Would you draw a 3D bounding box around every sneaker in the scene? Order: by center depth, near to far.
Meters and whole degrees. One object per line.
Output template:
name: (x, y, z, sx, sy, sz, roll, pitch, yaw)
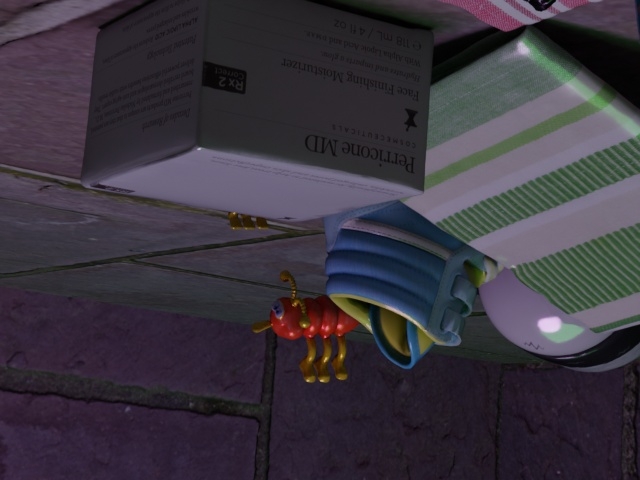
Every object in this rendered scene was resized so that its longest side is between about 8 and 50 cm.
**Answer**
sneaker: (0.138, 0.013, 1.325, 0.319, 0.208, 0.127, 6, 170, -19)

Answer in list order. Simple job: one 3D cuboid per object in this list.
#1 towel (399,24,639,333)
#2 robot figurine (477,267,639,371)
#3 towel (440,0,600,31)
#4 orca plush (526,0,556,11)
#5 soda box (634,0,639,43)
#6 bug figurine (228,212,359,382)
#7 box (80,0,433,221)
towel: (0.191, -0.036, 1.155, 0.325, 0.038, 0.248, 32, 149, -24)
robot figurine: (0.268, 0.044, 1.584, 0.209, 0.173, 0.278, -36, 158, 14)
towel: (0.129, -0.158, 0.847, 0.144, 0.029, 0.197, 10, 168, -37)
orca plush: (0.077, -0.153, 0.672, 0.151, 0.102, 0.287, 11, 168, -37)
soda box: (0.218, -0.116, 0.864, 0.063, 0.058, 0.183, -7, 177, 16)
bug figurine: (0.000, 0.000, 1.414, 0.216, 0.279, 0.072, -4, 136, -31)
box: (-0.046, -0.090, 1.050, 0.181, 0.119, 0.182, 9, 169, -32)
